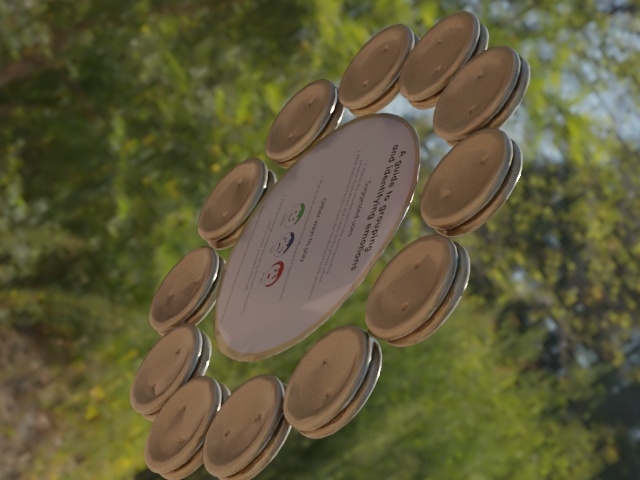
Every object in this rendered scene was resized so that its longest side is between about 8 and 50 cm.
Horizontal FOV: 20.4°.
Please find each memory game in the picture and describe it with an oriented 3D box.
[{"bbox_3d":[0.000,0.000,0.594,0.012,0.186,0.186,37,5,-26],"label":"memory game"}]
